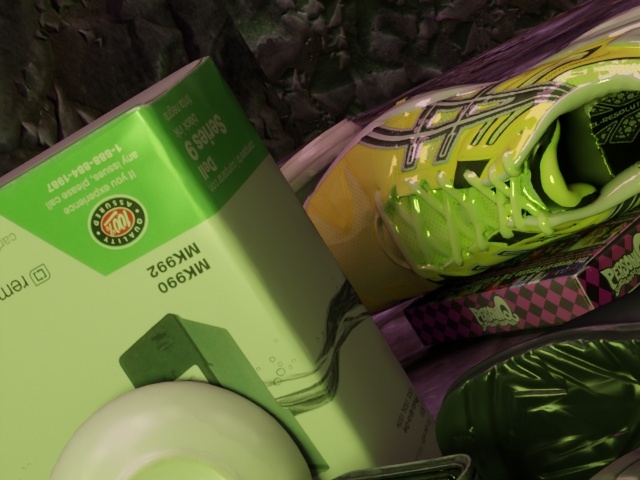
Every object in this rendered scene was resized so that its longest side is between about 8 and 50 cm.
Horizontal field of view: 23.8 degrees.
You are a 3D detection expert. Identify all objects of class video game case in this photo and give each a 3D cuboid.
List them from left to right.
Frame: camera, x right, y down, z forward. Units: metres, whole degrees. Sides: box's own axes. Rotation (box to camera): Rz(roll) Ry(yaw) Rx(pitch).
[{"bbox_3d":[0.199,0.000,1.156,0.210,0.042,0.232,-35,8,-28],"label":"video game case"}]

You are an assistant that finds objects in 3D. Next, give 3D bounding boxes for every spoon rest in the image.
[{"bbox_3d":[-0.110,0.195,0.753,0.276,0.137,0.084,-54,2,-14],"label":"spoon rest"}]

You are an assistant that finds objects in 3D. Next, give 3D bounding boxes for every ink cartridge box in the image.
[{"bbox_3d":[-0.084,0.078,0.856,0.211,0.289,0.121,-29,11,19],"label":"ink cartridge box"}]

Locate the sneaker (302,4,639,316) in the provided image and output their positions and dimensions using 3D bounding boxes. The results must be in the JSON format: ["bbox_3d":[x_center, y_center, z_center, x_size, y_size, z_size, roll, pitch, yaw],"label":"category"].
[{"bbox_3d":[0.125,-0.052,1.095,0.384,0.145,0.147,-31,8,23],"label":"sneaker"}]

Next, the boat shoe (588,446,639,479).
[{"bbox_3d":[0.111,0.142,0.398,0.118,0.103,0.320,-2,21,27],"label":"boat shoe"}]

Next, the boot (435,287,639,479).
[{"bbox_3d":[0.190,0.035,0.764,0.246,0.094,0.207,-21,15,21],"label":"boot"}]

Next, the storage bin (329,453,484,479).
[{"bbox_3d":[0.001,0.179,0.643,0.180,0.084,0.122,-36,9,-36],"label":"storage bin"}]

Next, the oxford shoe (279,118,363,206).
[{"bbox_3d":[0.000,0.000,1.680,0.169,0.130,0.449,-40,-5,-16],"label":"oxford shoe"}]
